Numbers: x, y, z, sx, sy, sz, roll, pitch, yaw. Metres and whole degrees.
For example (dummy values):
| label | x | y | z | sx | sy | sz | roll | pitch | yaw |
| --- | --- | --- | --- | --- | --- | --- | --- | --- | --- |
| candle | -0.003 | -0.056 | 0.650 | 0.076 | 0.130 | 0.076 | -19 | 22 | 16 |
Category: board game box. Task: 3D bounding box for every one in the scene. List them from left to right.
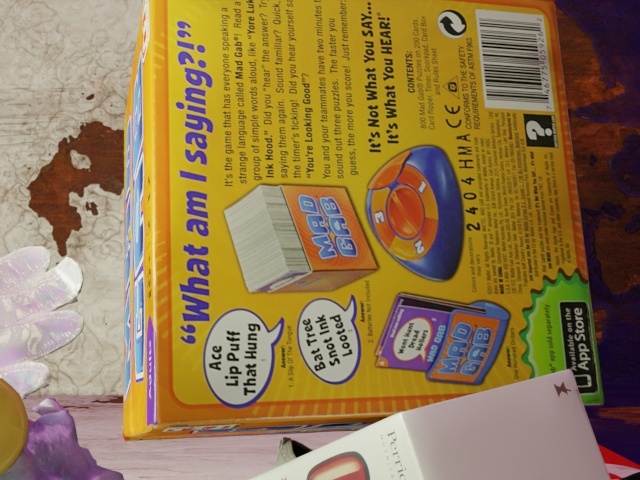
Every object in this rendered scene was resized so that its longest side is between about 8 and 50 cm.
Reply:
| label | x | y | z | sx | sy | sz | roll | pitch | yaw |
| --- | --- | --- | --- | --- | --- | --- | --- | --- | --- |
| board game box | 0.000 | 0.000 | 0.863 | 0.356 | 0.356 | 0.356 | 1 | -14 | -16 |

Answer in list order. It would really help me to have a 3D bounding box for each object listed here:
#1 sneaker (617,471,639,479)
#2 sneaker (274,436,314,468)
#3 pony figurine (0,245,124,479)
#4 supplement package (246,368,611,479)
| label | x | y | z | sx | sy | sz | roll | pitch | yaw |
| --- | --- | --- | --- | --- | --- | --- | --- | --- | --- |
| sneaker | 0.295 | 0.262 | 0.780 | 0.139 | 0.125 | 0.341 | -22 | -20 | 32 |
| sneaker | 0.067 | 0.261 | 0.940 | 0.281 | 0.115 | 0.105 | -2 | -4 | 20 |
| pony figurine | -0.216 | 0.166 | 0.452 | 0.351 | 0.303 | 0.363 | -28 | -5 | -28 |
| supplement package | 0.067 | 0.190 | 0.604 | 0.134 | 0.139 | 0.244 | -8 | -19 | -30 |
